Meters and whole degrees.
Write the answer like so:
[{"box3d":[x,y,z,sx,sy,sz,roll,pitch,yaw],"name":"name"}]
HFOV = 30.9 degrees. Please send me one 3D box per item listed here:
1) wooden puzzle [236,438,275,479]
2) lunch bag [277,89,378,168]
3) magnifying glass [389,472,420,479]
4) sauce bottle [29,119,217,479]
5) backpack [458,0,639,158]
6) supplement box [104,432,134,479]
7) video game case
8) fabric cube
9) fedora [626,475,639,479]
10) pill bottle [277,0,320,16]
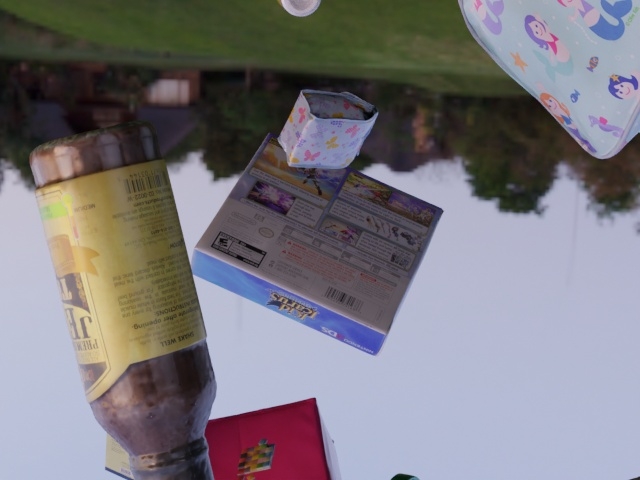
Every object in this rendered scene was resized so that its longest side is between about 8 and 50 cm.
[{"box3d":[-0.089,0.302,1.599,0.049,0.006,0.083,-16,-152,14],"name":"wooden puzzle"},{"box3d":[0.009,-0.111,1.160,0.083,0.071,0.053,2,-132,-28],"name":"lunch bag"},{"box3d":[0.078,0.367,1.247,0.026,0.231,0.092,9,180,29],"name":"magnifying glass"},{"box3d":[-0.148,0.079,0.948,0.111,0.344,0.111,-13,-179,0],"name":"sauce bottle"},{"box3d":[0.205,-0.198,0.785,0.191,0.253,0.225,-27,157,-20],"name":"backpack"},{"box3d":[-0.265,0.304,1.690,0.083,0.083,0.056,20,-146,16],"name":"supplement box"},{"box3d":[0.000,0.000,1.539,0.269,0.061,0.244,24,-131,5],"name":"video game case"},{"box3d":[-0.088,0.426,1.804,0.259,0.258,0.254,-12,152,3],"name":"fabric cube"},{"box3d":[0.308,0.294,0.810,0.152,0.334,0.334,-14,-161,-40],"name":"fedora"},{"box3d":[-0.026,-0.266,1.241,0.043,0.043,0.083,0,-164,-9],"name":"pill bottle"}]
